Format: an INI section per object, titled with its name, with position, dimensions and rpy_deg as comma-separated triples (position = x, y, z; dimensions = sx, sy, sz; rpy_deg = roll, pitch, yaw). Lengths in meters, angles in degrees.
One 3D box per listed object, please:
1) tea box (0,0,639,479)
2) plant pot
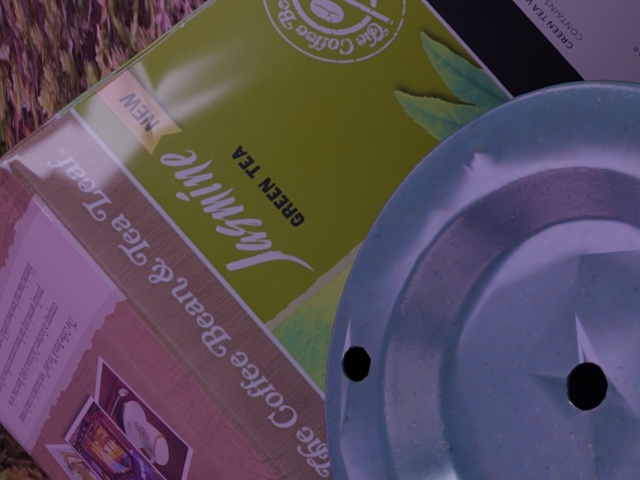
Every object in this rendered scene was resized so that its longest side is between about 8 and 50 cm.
[tea box]
position = 0.000, 0.000, 1.047
dimensions = 0.220, 0.323, 0.329
rpy_deg = 48, 156, 3
[plant pot]
position = 0.145, 0.060, 0.672
dimensions = 0.272, 0.255, 0.271
rpy_deg = -8, 77, 39
